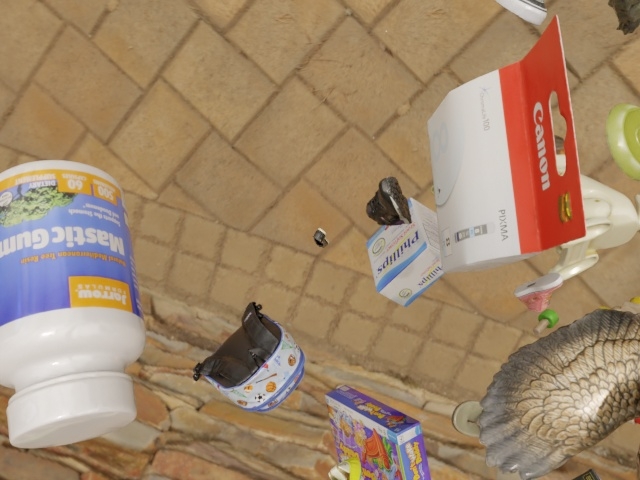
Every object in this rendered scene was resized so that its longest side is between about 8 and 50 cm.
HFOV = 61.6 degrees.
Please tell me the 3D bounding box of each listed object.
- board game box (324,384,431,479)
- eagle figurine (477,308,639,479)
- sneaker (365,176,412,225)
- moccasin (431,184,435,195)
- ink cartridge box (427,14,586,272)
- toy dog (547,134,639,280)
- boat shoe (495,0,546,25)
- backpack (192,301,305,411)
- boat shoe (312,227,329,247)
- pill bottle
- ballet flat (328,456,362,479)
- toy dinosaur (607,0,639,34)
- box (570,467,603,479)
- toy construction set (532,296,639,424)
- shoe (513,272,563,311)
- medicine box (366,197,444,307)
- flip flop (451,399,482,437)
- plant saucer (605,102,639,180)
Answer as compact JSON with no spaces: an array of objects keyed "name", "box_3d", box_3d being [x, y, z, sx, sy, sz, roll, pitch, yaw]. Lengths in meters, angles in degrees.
[{"name":"board game box","box_3d":[0.151,0.557,1.456,0.078,0.347,0.233,-16,99,-28]},{"name":"eagle figurine","box_3d":[0.342,0.163,0.542,0.298,0.225,0.226,-11,144,-17]},{"name":"sneaker","box_3d":[0.190,-0.097,1.599,0.124,0.283,0.107,-12,70,15]},{"name":"moccasin","box_3d":[0.351,-0.085,1.308,0.147,0.139,0.380,-10,150,25]},{"name":"ink cartridge box","box_3d":[0.273,-0.119,0.866,0.091,0.385,0.308,-2,81,-3]},{"name":"toy dog","box_3d":[0.770,-0.147,1.694,0.395,0.408,0.284,-27,143,6]},{"name":"boat shoe","box_3d":[0.393,-0.560,1.099,0.113,0.306,0.105,12,137,-25]},{"name":"backpack","box_3d":[-0.170,0.334,1.435,0.213,0.263,0.276,45,75,-18]},{"name":"boat shoe","box_3d":[-0.002,-0.001,1.825,0.049,0.133,0.042,34,79,14]},{"name":"pill bottle","box_3d":[-0.270,0.064,0.567,0.152,0.152,0.272,-27,63,16]},{"name":"ballet flat","box_3d":[0.053,0.589,1.288,0.077,0.231,0.077,43,108,-10]},{"name":"toy dinosaur","box_3d":[0.402,-0.344,0.682,0.064,0.268,0.118,45,118,32]},{"name":"box","box_3d":[0.300,0.396,0.602,0.159,0.233,0.044,-37,109,14]},{"name":"toy construction set","box_3d":[0.643,0.194,1.034,0.257,0.237,0.309,59,149,-3]},{"name":"shoe","box_3d":[0.656,0.155,1.572,0.081,0.063,0.178,48,149,-2]},{"name":"medicine box","box_3d":[0.319,0.041,1.937,0.149,0.289,0.263,29,120,-24]},{"name":"flip flop","box_3d":[0.537,0.571,1.643,0.277,0.080,0.112,22,74,-1]},{"name":"plant saucer","box_3d":[0.929,-0.294,1.570,0.241,0.241,0.037,47,152,-11]}]
